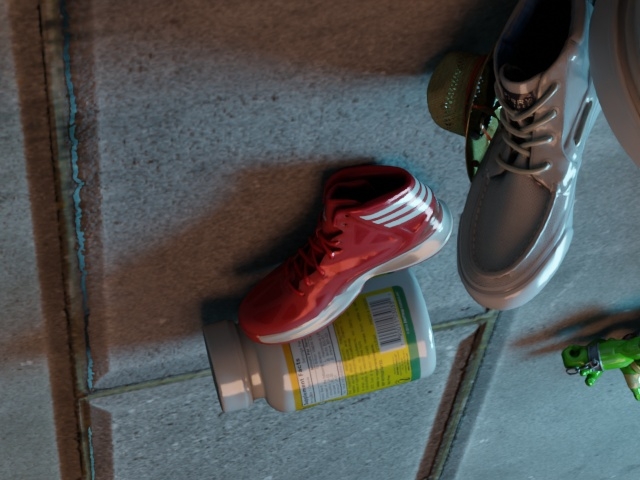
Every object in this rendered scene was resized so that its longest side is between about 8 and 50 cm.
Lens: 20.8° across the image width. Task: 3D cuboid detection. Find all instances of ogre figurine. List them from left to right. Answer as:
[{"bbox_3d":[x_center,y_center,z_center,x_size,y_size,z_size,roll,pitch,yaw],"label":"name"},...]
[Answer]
[{"bbox_3d":[0.372,0.129,1.962,0.197,0.097,0.118,30,146,-34],"label":"ogre figurine"}]

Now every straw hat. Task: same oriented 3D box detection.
[{"bbox_3d":[0.120,-0.118,1.411,0.061,0.144,0.144,19,162,24],"label":"straw hat"}]

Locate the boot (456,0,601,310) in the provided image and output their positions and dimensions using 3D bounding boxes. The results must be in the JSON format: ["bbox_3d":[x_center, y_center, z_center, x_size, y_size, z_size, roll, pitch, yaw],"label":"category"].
[{"bbox_3d":[0.155,-0.084,1.343,0.095,0.258,0.123,8,156,27],"label":"boot"}]

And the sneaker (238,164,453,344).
[{"bbox_3d":[0.000,0.000,1.564,0.221,0.087,0.128,-34,140,6],"label":"sneaker"}]

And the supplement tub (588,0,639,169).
[{"bbox_3d":[0.377,-0.167,1.234,0.241,0.241,0.331,6,161,-35],"label":"supplement tub"}]

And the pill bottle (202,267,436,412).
[{"bbox_3d":[-0.003,0.100,1.677,0.208,0.117,0.117,-14,151,-6],"label":"pill bottle"}]
